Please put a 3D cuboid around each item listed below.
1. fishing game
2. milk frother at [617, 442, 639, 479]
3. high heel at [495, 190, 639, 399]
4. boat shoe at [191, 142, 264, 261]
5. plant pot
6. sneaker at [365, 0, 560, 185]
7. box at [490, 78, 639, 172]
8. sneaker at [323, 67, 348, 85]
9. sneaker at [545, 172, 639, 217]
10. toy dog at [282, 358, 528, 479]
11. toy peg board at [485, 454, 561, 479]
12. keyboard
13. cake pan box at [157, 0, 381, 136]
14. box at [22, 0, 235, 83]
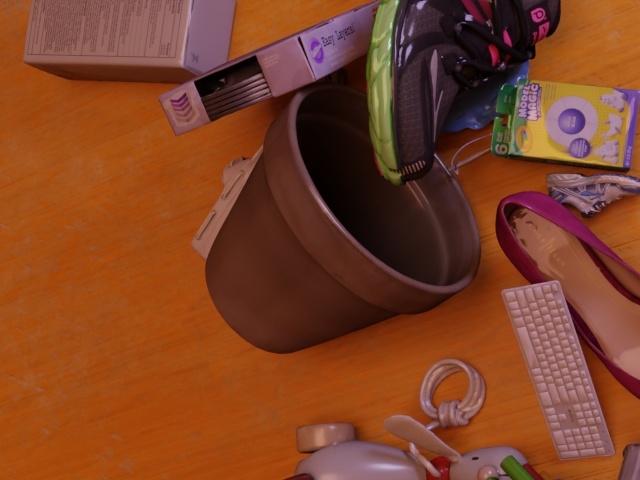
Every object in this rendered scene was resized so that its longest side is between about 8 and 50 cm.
[{"bbox_3d":[0.197,-0.235,1.505,0.189,0.041,0.264,-32,68,13],"label":"fishing game"},{"bbox_3d":[0.379,0.337,1.314,0.143,0.129,0.135,-21,34,50],"label":"milk frother"},{"bbox_3d":[0.350,0.091,1.306,0.377,0.181,0.127,44,103,24],"label":"high heel"},{"bbox_3d":[-0.103,-0.080,1.603,0.088,0.096,0.267,35,107,21],"label":"boat shoe"},{"bbox_3d":[0.000,0.000,1.444,0.280,0.323,0.323,-40,68,33],"label":"plant pot"},{"bbox_3d":[0.192,-0.282,1.378,0.202,0.185,0.483,19,70,16],"label":"sneaker"},{"bbox_3d":[0.314,-0.150,1.410,0.179,0.043,0.105,7,86,12],"label":"box"},{"bbox_3d":[0.017,-0.214,1.597,0.037,0.032,0.083,4,80,40],"label":"sneaker"},{"bbox_3d":[0.357,-0.058,1.403,0.135,0.052,0.058,3,95,34],"label":"sneaker"},{"bbox_3d":[0.083,0.303,1.419,0.333,0.161,0.220,-30,72,20],"label":"toy dog"},{"bbox_3d":[0.243,0.340,1.344,0.161,0.160,0.079,-51,54,11],"label":"toy peg board"},{"bbox_3d":[0.294,0.164,1.342,0.072,0.014,0.256,-15,111,20],"label":"keyboard"},{"bbox_3d":[-0.057,-0.237,1.484,0.246,0.267,0.070,-19,101,33],"label":"cake pan box"},{"bbox_3d":[-0.301,-0.328,1.711,0.311,0.121,0.148,8,87,26],"label":"box"}]
